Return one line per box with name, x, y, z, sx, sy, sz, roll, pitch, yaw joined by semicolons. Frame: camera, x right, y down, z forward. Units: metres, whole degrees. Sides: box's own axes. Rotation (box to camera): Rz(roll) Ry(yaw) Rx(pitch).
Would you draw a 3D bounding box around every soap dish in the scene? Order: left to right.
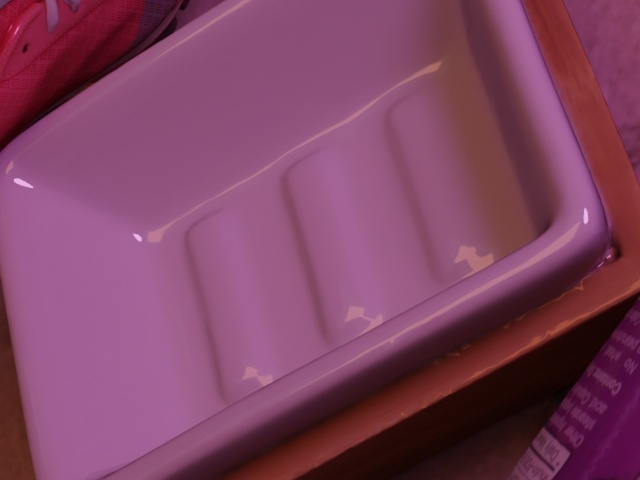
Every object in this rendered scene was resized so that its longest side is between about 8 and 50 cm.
soap dish;0.000;0.000;0.820;0.291;0.118;0.229;-31;53;20

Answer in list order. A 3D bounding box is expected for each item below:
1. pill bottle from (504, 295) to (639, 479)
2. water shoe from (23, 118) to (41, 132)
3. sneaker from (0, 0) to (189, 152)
pill bottle;0.130;0.128;0.631;0.169;0.169;0.301;37;91;41
water shoe;-0.176;-0.098;1.024;0.080;0.073;0.203;-28;55;18
sneaker;-0.141;-0.106;0.882;0.314;0.116;0.136;-50;6;-16
